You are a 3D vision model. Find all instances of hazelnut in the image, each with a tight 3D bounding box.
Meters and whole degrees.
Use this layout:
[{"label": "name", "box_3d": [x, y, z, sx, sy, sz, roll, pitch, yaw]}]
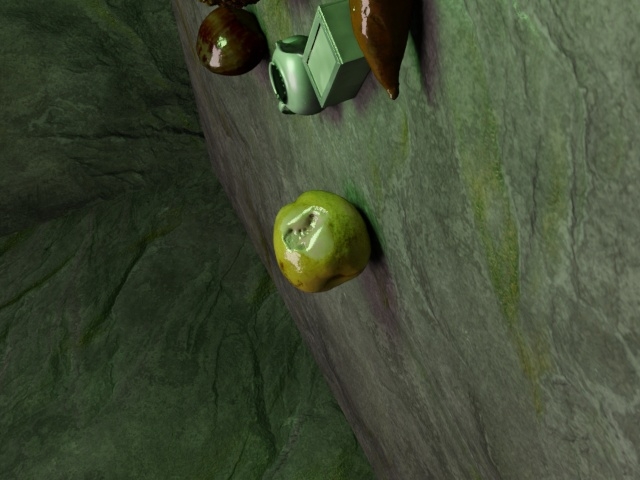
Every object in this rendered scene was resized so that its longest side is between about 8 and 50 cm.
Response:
[{"label": "hazelnut", "box_3d": [-0.285, -0.613, 2.058, 0.234, 0.218, 0.218, -127, 21, -55]}]

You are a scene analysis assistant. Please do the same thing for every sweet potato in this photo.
[{"label": "sweet potato", "box_3d": [0.097, -0.403, 1.095, 0.112, 0.112, 0.359, -135, 31, -60]}]

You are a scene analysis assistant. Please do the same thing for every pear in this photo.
[{"label": "pear", "box_3d": [0.000, 0.000, 1.754, 0.271, 0.271, 0.271, 159, 90, -76]}]

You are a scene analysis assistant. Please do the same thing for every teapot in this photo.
[{"label": "teapot", "box_3d": [-0.052, -0.396, 1.627, 0.294, 0.129, 0.193, 102, 146, -65]}]

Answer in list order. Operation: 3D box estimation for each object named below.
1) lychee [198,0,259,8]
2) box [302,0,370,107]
[{"label": "lychee", "box_3d": [-0.216, -0.677, 1.511, 0.306, 0.330, 0.306, 18, 117, 41]}, {"label": "box", "box_3d": [0.034, -0.388, 1.404, 0.225, 0.086, 0.129, 130, 118, -75]}]
